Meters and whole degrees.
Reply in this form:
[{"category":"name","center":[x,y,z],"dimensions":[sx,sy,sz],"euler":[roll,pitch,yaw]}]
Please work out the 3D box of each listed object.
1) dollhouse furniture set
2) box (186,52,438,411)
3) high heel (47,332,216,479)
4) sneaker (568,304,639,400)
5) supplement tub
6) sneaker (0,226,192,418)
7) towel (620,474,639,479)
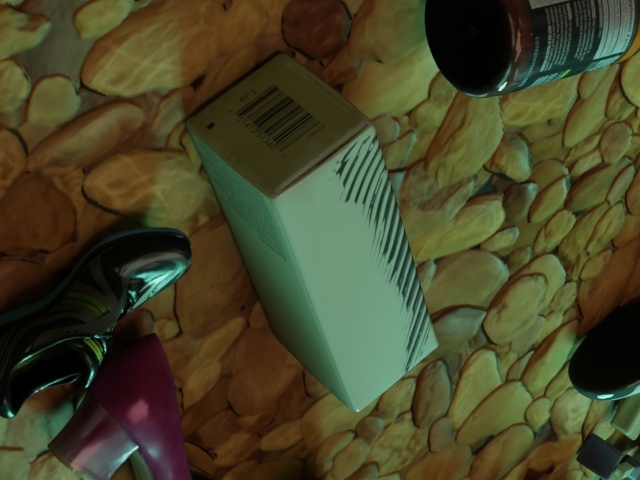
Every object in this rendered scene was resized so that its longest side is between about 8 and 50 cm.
[{"category":"dollhouse furniture set","center":[0.346,0.205,1.894],"dimensions":[0.081,0.091,0.114],"euler":[-4,124,-61]},{"category":"box","center":[0.000,0.000,1.332],"dimensions":[0.094,0.113,0.275],"euler":[-38,144,-14]},{"category":"high heel","center":[-0.106,0.160,1.408],"dimensions":[0.117,0.082,0.244],"euler":[-50,136,0]},{"category":"sneaker","center":[0.366,0.113,1.811],"dimensions":[0.270,0.090,0.145],"euler":[-35,139,-20]},{"category":"supplement tub","center":[0.181,-0.176,1.355],"dimensions":[0.197,0.106,0.106],"euler":[-17,134,-35]},{"category":"sneaker","center":[-0.163,0.060,1.252],"dimensions":[0.188,0.078,0.067],"euler":[-36,142,-16]},{"category":"towel","center":[0.513,0.296,1.989],"dimensions":[0.317,0.053,0.332],"euler":[-28,135,21]}]
